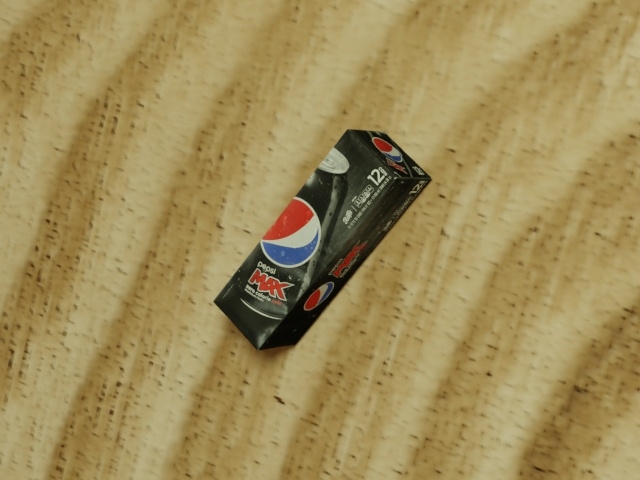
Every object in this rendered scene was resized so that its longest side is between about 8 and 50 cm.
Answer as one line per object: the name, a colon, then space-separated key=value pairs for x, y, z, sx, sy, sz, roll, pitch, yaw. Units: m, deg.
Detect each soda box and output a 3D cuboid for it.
soda box: x=0.000 y=0.000 z=1.328 sx=0.053 sy=0.060 sz=0.169 roll=46 pitch=111 yaw=20
